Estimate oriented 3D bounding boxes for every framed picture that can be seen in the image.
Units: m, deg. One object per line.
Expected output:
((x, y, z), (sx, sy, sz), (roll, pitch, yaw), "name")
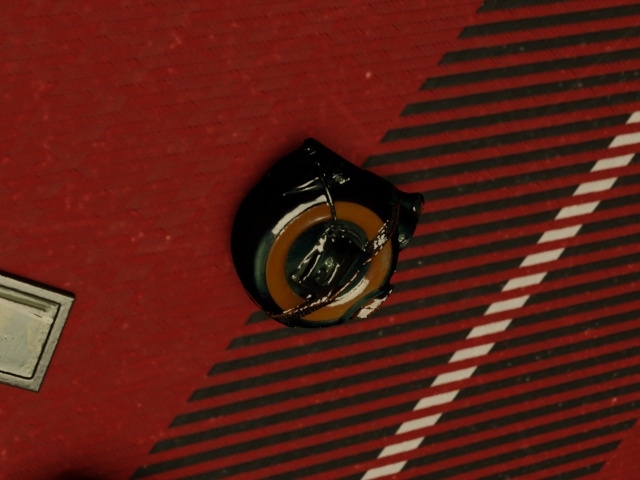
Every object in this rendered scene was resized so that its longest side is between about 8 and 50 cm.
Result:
((-0.390, 0.097, 1.097), (0.169, 0.023, 0.127), (20, 96, -21), "framed picture")

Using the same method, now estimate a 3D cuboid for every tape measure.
((0.000, 0.000, 1.140), (0.202, 0.135, 0.222), (28, 99, -31), "tape measure")
